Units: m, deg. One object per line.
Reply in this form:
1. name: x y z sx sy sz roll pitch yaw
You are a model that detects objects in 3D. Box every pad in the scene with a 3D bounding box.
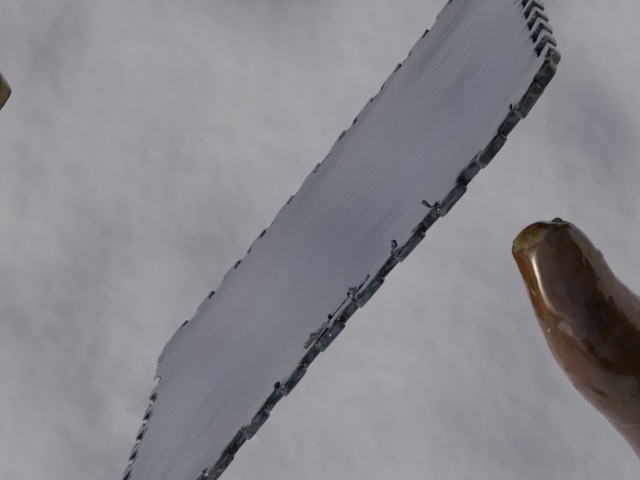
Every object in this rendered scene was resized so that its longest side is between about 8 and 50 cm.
1. pad: 0.000 0.000 0.696 0.012 0.269 0.270 37 108 -9

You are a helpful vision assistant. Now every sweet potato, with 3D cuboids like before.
1. sweet potato: 0.141 0.095 0.576 0.057 0.265 0.057 -31 16 10

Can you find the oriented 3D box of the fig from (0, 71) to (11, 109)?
1. fig: -0.113 -0.047 0.402 0.074 0.088 0.074 -41 33 34
